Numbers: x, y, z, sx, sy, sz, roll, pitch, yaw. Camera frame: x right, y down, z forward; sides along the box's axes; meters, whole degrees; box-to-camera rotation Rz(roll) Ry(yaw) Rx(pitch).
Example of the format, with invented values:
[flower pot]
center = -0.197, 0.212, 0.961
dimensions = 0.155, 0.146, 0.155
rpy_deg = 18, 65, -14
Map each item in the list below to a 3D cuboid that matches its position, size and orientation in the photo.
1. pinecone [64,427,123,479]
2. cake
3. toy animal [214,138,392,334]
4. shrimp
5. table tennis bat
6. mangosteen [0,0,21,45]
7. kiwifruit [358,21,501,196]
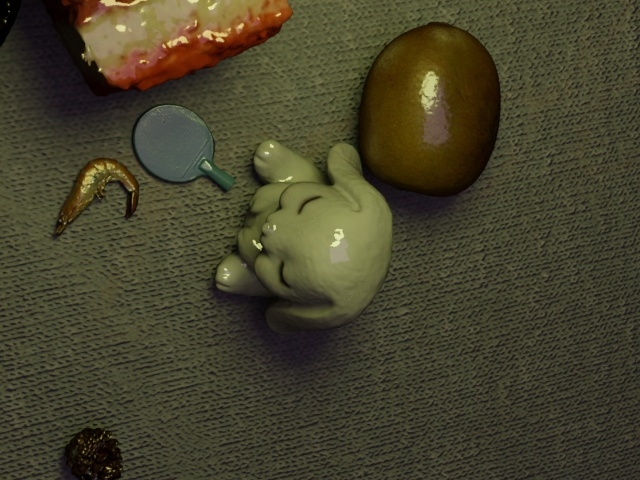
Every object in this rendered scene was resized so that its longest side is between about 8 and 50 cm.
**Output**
[pinecone]
center = -0.297, 0.288, 1.637
dimensions = 0.077, 0.077, 0.083
rpy_deg = -41, 131, -9
[cake]
center = -0.212, -0.353, 1.473
dimensions = 0.270, 0.269, 0.319
rpy_deg = -22, 103, -13
[toy animal]
center = 0.000, 0.000, 1.595
dimensions = 0.206, 0.265, 0.271
rpy_deg = 20, 89, -21
[shrimp]
center = -0.293, -0.046, 1.616
dimensions = 0.091, 0.025, 0.127
rpy_deg = 43, 80, -20
[table tennis bat]
center = -0.179, -0.118, 1.649
dimensions = 0.155, 0.019, 0.100
rpy_deg = 35, 85, -18
[mangosteen]
center = -0.516, -0.329, 1.328
dimensions = 0.381, 0.381, 0.421
rpy_deg = -14, 82, -16
[kiwifruit]
center = 0.148, -0.177, 1.660
dimensions = 0.196, 0.196, 0.233
rpy_deg = 9, 90, -19
